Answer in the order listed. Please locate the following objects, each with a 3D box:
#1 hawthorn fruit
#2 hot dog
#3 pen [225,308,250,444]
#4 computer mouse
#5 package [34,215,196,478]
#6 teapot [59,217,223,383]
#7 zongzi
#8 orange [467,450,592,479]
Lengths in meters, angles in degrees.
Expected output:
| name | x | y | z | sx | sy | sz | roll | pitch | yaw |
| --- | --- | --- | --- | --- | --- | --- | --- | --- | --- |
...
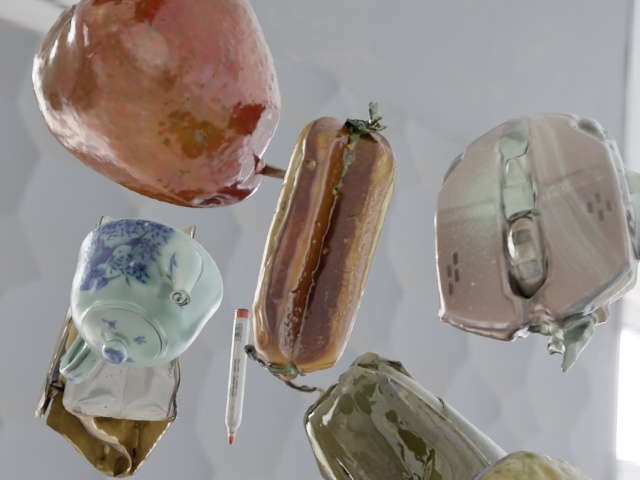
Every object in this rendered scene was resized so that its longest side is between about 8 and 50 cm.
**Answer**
| name | x | y | z | sx | sy | sz | roll | pitch | yaw |
| --- | --- | --- | --- | --- | --- | --- | --- | --- | --- |
| hawthorn fruit | -0.121 | -0.122 | 1.351 | 0.262 | 0.210 | 0.210 | 46 | -31 | -15 |
| hot dog | 0.000 | 0.000 | 0.997 | 0.072 | 0.188 | 0.055 | 19 | -10 | -11 |
| pen | -0.125 | 0.205 | 2.299 | 0.026 | 0.218 | 0.026 | 3 | -29 | 1 |
| computer mouse | 0.177 | -0.017 | 1.282 | 0.199 | 0.389 | 0.115 | -20 | -66 | 17 |
| package | -0.285 | 0.132 | 2.080 | 0.165 | 0.311 | 0.221 | 17 | -35 | -16 |
| teapot | -0.194 | 0.073 | 1.578 | 0.159 | 0.159 | 0.232 | 18 | -40 | -37 |
| zongzi | 0.082 | 0.296 | 1.713 | 0.447 | 0.418 | 0.181 | 42 | -64 | -8 |
| orange | 0.138 | 0.348 | 1.124 | 0.210 | 0.369 | 0.271 | 25 | -17 | 28 |
